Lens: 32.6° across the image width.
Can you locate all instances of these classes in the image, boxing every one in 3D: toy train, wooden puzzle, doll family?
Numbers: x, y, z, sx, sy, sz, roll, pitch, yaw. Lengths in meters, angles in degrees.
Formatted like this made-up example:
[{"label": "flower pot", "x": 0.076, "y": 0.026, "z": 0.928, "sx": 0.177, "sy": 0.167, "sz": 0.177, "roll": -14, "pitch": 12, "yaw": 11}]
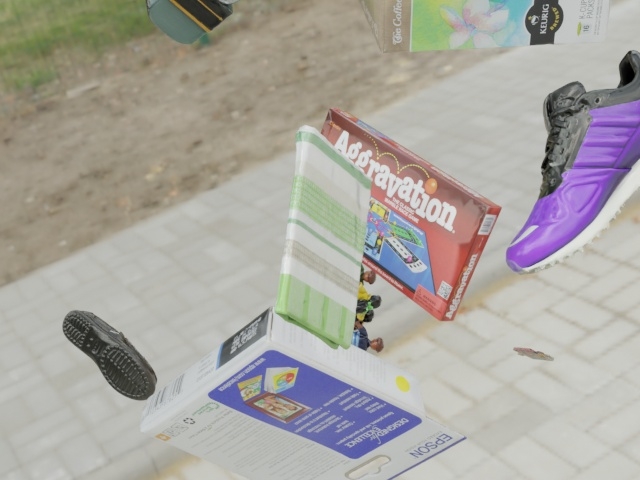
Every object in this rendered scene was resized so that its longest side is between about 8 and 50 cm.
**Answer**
[{"label": "toy train", "x": -0.198, "y": -0.463, "z": 1.736, "sx": 0.190, "sy": 0.142, "sz": 0.334, "roll": -34, "pitch": 46, "yaw": 20}, {"label": "wooden puzzle", "x": 0.356, "y": 0.190, "z": 1.827, "sx": 0.083, "sy": 0.049, "sz": 0.006, "roll": -2, "pitch": 67, "yaw": 57}, {"label": "doll family", "x": 0.058, "y": 0.125, "z": 1.900, "sx": 0.111, "sy": 0.193, "sz": 0.076, "roll": 4, "pitch": 40, "yaw": 6}]

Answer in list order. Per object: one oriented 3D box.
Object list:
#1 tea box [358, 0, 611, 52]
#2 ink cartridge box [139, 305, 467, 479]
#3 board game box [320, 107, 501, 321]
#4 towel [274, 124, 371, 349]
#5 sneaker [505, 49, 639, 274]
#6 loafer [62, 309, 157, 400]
[{"label": "tea box", "x": 0.216, "y": -0.432, "z": 1.577, "sx": 0.323, "sy": 0.220, "sz": 0.329, "roll": -5, "pitch": 31, "yaw": -6}, {"label": "ink cartridge box", "x": -0.025, "y": 0.228, "z": 1.407, "sx": 0.303, "sy": 0.307, "sz": 0.072, "roll": -38, "pitch": 35, "yaw": 40}, {"label": "board game box", "x": 0.080, "y": -0.037, "z": 1.290, "sx": 0.027, "sy": 0.145, "sz": 0.281, "roll": 4, "pitch": 25, "yaw": -44}, {"label": "towel", "x": 0.000, "y": 0.000, "z": 0.862, "sx": 0.023, "sy": 0.113, "sz": 0.152, "roll": -3, "pitch": 68, "yaw": 30}, {"label": "sneaker", "x": 0.289, "y": -0.095, "z": 1.227, "sx": 0.293, "sy": 0.146, "sz": 0.102, "roll": -45, "pitch": 2, "yaw": -5}, {"label": "loafer", "x": -0.372, "y": 0.201, "z": 2.005, "sx": 0.080, "sy": 0.220, "sz": 0.078, "roll": -51, "pitch": -14, "yaw": 22}]
